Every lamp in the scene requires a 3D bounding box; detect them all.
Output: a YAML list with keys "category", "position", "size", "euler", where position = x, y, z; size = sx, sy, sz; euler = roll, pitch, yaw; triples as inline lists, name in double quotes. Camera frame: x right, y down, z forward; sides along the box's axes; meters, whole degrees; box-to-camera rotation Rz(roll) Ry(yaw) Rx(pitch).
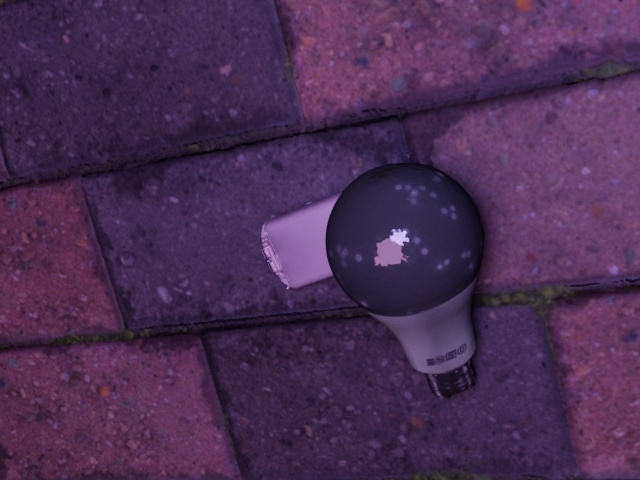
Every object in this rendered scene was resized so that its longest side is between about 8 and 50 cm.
- category: "lamp"
  position: [0.135, 0.049, 1.223]
  size: [0.181, 0.182, 0.314]
  euler: [-24, 117, 30]

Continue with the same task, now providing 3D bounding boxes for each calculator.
- category: "calculator"
  position: [0.000, 0.000, 1.327]
  size: [0.175, 0.032, 0.100]
  euler: [-20, 99, 29]
